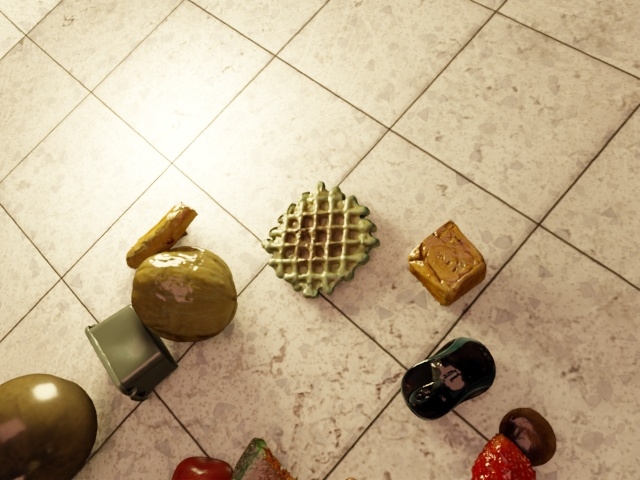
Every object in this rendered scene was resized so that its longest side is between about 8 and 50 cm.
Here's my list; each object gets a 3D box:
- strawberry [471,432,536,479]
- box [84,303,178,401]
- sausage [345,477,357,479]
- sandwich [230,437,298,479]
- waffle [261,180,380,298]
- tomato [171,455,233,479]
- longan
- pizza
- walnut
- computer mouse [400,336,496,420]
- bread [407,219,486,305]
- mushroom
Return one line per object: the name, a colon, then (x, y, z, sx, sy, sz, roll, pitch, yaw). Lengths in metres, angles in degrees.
strawberry: (0.391, 0.508, 1.080, 0.146, 0.082, 0.187, -8, 76, 23)
box: (-0.502, 0.295, 1.377, 0.135, 0.163, 0.243, -38, 64, -12)
sausage: (0.048, 0.623, 1.168, 0.042, 0.036, 0.158, 12, 73, 31)
sandwich: (-0.153, 0.605, 1.203, 0.159, 0.079, 0.235, 20, 76, 21)
waffle: (0.000, 0.000, 1.406, 0.309, 0.056, 0.292, -46, 66, -4)
tomato: (-0.302, 0.618, 1.237, 0.166, 0.082, 0.174, 4, 69, 15)
longan: (-0.728, 0.494, 1.278, 0.319, 0.319, 0.319, -5, 69, 13)
pizza: (-0.445, -0.024, 1.480, 0.335, 0.086, 0.226, -36, 18, 32)
walnut: (-0.355, 0.139, 1.355, 0.283, 0.227, 0.283, -1, 77, 6)
computer mouse: (0.298, 0.319, 1.185, 0.233, 0.096, 0.137, -35, 66, -2)
bread: (0.314, 0.062, 1.256, 0.149, 0.143, 0.158, -41, 62, -3)
mushroom: (0.456, 0.432, 1.126, 0.123, 0.052, 0.123, -4, 67, 10)
